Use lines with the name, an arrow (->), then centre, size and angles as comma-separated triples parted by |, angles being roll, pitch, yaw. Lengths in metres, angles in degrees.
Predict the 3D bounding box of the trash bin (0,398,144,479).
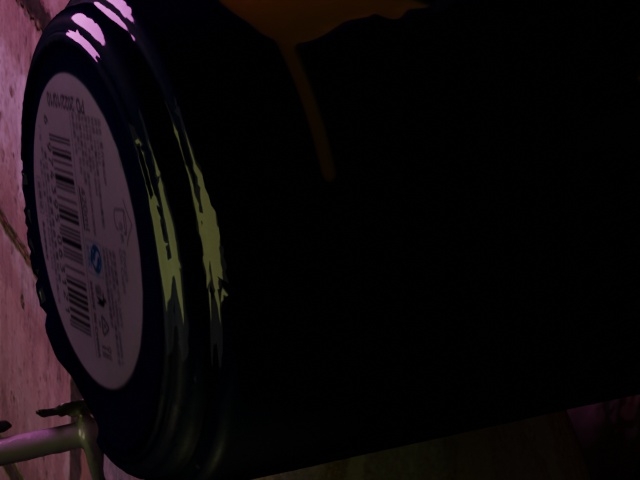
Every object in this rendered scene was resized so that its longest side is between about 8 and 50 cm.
trash bin -> -0.099, 0.236, 1.012 | 0.367, 0.256, 0.296 | 129, 127, -81

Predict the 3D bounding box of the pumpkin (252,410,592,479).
pumpkin -> 0.031, 0.059, 0.772 | 0.217, 0.217, 0.110 | 36, 115, 57

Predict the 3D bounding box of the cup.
cup -> 0.023, -0.029, 0.663 | 0.255, 0.256, 0.178 | -153, 56, -61
